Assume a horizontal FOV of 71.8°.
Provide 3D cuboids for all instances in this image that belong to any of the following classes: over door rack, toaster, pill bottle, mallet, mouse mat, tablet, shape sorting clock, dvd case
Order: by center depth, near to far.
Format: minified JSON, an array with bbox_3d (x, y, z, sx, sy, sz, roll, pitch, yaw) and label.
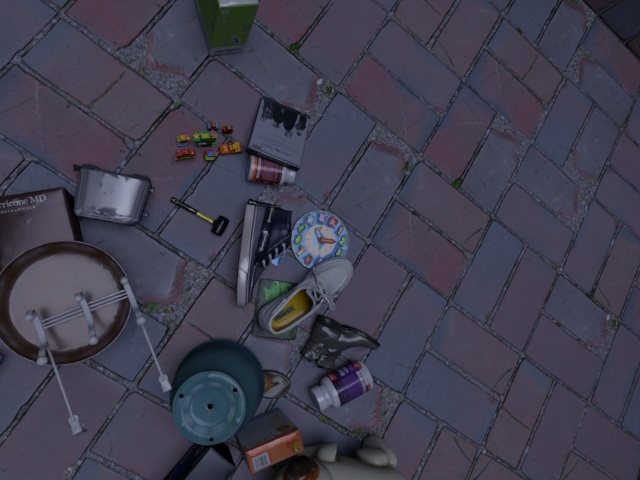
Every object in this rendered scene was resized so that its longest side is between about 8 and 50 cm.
[{"bbox_3d":[-0.525,0.276,1.067,0.240,0.108,0.324,-22,93,-21],"label":"over door rack"},{"bbox_3d":[-0.601,-0.126,1.260,0.227,0.129,0.146,11,83,-20],"label":"toaster"},{"bbox_3d":[-0.375,-0.090,1.388,0.190,0.039,0.062,37,75,-9],"label":"mallet"},{"bbox_3d":[0.066,0.478,1.446,0.194,0.108,0.108,-22,92,-21],"label":"pill bottle"},{"bbox_3d":[-0.162,-0.226,1.448,0.152,0.086,0.086,7,82,-18],"label":"pill bottle"},{"bbox_3d":[-0.141,0.227,1.453,0.153,0.007,0.189,11,80,-18],"label":"mouse mat"},{"bbox_3d":[-0.134,-0.355,1.458,0.179,0.029,0.238,20,57,-17],"label":"dvd case"},{"bbox_3d":[-0.145,0.039,1.470,0.054,0.006,0.083,31,75,-14],"label":"tablet"},{"bbox_3d":[0.000,0.000,1.507,0.206,0.040,0.206,2,83,-19],"label":"shape sorting clock"}]

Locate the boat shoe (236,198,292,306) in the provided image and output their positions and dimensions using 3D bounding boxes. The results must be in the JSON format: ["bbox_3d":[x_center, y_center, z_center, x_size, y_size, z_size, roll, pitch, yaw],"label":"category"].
[{"bbox_3d":[-0.174,0.042,1.392,0.158,0.127,0.340,7,81,-11],"label":"boat shoe"}]

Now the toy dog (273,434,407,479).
[{"bbox_3d":[0.040,0.752,1.271,0.408,0.395,0.284,15,88,-26],"label":"toy dog"}]

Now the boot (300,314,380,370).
[{"bbox_3d":[0.064,0.362,1.484,0.247,0.083,0.161,23,84,-10],"label":"boot"}]

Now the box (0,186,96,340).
[{"bbox_3d":[-0.736,0.064,1.188,0.191,0.143,0.381,-14,88,-21],"label":"box"}]

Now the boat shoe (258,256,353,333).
[{"bbox_3d":[-0.025,0.175,1.405,0.367,0.156,0.135,-31,103,-19],"label":"boat shoe"}]

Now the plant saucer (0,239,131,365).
[{"bbox_3d":[-0.643,0.155,1.115,0.311,0.050,0.310,3,83,-21],"label":"plant saucer"}]

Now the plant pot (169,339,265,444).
[{"bbox_3d":[-0.292,0.427,1.218,0.272,0.255,0.271,1,85,-6],"label":"plant pot"}]

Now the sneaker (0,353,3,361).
[{"bbox_3d":[-0.984,0.340,1.078,0.319,0.127,0.208,-41,100,-19],"label":"sneaker"}]

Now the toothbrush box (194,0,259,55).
[{"bbox_3d":[-0.296,-0.730,1.347,0.122,0.283,0.206,-16,90,-21],"label":"toothbrush box"}]

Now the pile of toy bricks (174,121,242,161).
[{"bbox_3d":[-0.351,-0.315,1.379,0.212,0.105,0.118,-11,88,-20],"label":"pile of toy bricks"}]

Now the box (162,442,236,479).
[{"bbox_3d":[-0.368,0.685,1.231,0.103,0.184,0.261,45,72,-11],"label":"box"}]

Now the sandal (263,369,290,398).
[{"bbox_3d":[-0.195,0.435,1.383,0.219,0.060,0.090,29,76,-15],"label":"sandal"}]

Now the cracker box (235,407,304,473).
[{"bbox_3d":[-0.158,0.575,1.290,0.156,0.232,0.067,-15,91,-20],"label":"cracker box"}]
